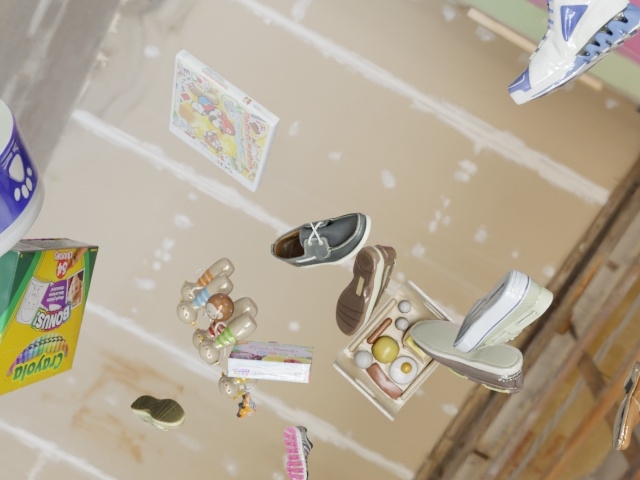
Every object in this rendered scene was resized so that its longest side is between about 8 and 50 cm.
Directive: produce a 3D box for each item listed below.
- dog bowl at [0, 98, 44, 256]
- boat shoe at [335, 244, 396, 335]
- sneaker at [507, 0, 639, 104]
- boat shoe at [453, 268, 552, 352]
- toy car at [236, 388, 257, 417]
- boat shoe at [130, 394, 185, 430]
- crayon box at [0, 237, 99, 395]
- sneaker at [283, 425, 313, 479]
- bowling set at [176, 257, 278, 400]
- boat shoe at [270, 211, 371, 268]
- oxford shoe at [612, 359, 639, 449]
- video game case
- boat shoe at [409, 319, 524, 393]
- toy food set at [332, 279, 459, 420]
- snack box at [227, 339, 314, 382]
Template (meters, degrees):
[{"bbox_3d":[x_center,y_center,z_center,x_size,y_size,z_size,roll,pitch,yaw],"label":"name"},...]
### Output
[{"bbox_3d":[-0.465,-0.064,0.944,0.104,0.265,0.265,83,24,-43],"label":"dog bowl"},{"bbox_3d":[0.115,0.118,1.901,0.095,0.095,0.257,-15,141,-37],"label":"boat shoe"},{"bbox_3d":[0.518,-0.441,1.734,0.315,0.182,0.127,-37,171,37],"label":"sneaker"},{"bbox_3d":[0.350,0.160,1.618,0.109,0.094,0.302,-61,179,-29],"label":"boat shoe"},{"bbox_3d":[-0.163,0.354,1.849,0.122,0.041,0.060,-97,-153,-67],"label":"toy car"},{"bbox_3d":[-0.308,0.339,1.589,0.153,0.048,0.056,2,-144,42],"label":"boat shoe"},{"bbox_3d":[-0.647,0.158,1.830,0.363,0.106,0.313,-8,111,-79],"label":"crayon box"},{"bbox_3d":[-0.052,0.574,2.204,0.075,0.063,0.170,-11,93,-55],"label":"sneaker"},{"bbox_3d":[-0.216,0.156,1.609,0.154,0.287,0.200,-36,155,6],"label":"bowling set"},{"bbox_3d":[0.000,0.000,1.505,0.233,0.079,0.084,-20,-122,47],"label":"boat shoe"},{"bbox_3d":[0.681,0.360,1.760,0.212,0.076,0.076,-60,166,-26],"label":"oxford shoe"},{"bbox_3d":[-0.177,-0.204,1.449,0.026,0.206,0.227,-50,173,-29],"label":"video game case"},{"bbox_3d":[0.356,0.285,2.022,0.116,0.324,0.096,-39,127,-32],"label":"boat shoe"},{"bbox_3d":[0.211,0.288,2.167,0.306,0.220,0.092,-47,178,-3],"label":"toy food set"},{"bbox_3d":[-0.085,0.209,1.425,0.100,0.141,0.037,-78,173,-80],"label":"snack box"}]
